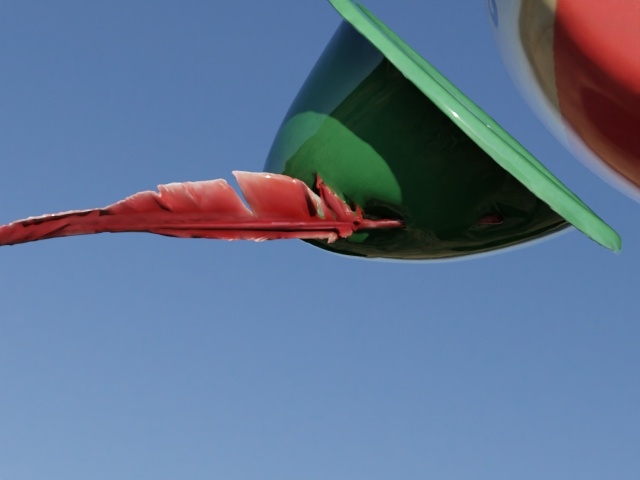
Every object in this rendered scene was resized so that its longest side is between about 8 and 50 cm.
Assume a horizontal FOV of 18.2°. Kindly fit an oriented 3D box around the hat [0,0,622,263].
[{"bbox_3d":[0.000,0.000,0.902,0.208,0.183,0.173,42,7,2],"label":"hat"}]

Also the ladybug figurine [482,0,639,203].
[{"bbox_3d":[0.288,-0.137,1.145,0.449,0.305,0.162,14,7,25],"label":"ladybug figurine"}]
